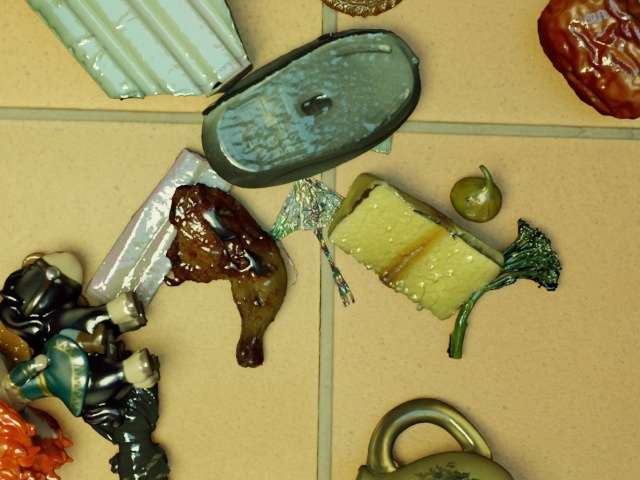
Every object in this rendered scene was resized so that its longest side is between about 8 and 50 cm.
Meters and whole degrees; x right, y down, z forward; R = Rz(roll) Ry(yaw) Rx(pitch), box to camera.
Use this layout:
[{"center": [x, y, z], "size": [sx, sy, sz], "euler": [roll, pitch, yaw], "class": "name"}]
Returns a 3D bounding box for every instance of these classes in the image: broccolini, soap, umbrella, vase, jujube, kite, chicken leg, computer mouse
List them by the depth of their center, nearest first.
[{"center": [-0.302, -0.393, 1.279], "size": [0.261, 0.156, 0.446], "euler": [-41, 97, -3], "class": "soap"}, {"center": [-0.145, 0.054, 1.343], "size": [0.177, 0.083, 0.322], "euler": [-38, 110, 0], "class": "chicken leg"}, {"center": [-0.017, -0.211, 1.348], "size": [0.374, 0.114, 0.203], "euler": [-24, 94, -10], "class": "computer mouse"}, {"center": [-0.304, 0.313, 1.353], "size": [0.110, 0.122, 0.272], "euler": [-13, 92, -50], "class": "umbrella"}, {"center": [0.467, -0.314, 1.371], "size": [0.174, 0.174, 0.250], "euler": [-44, 94, -2], "class": "jujube"}, {"center": [0.168, 0.422, 1.378], "size": [0.302, 0.241, 0.329], "euler": [2, 65, 6], "class": "vase"}, {"center": [0.000, 0.000, 1.416], "size": [0.198, 0.006, 0.244], "euler": [-19, 96, -6], "class": "kite"}, {"center": [0.317, 0.102, 1.439], "size": [0.123, 0.062, 0.271], "euler": [35, 90, 2], "class": "broccolini"}]

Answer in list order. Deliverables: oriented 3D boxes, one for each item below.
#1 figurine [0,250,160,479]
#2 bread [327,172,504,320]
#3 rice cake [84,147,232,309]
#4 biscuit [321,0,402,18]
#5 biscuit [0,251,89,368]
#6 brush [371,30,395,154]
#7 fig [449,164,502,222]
[{"center": [-0.440, 0.201, 1.244], "size": [0.412, 0.241, 0.306], "euler": [-45, 93, -7], "class": "figurine"}, {"center": [0.161, -0.007, 1.388], "size": [0.266, 0.178, 0.142], "euler": [32, 55, -12], "class": "bread"}, {"center": [-0.259, -0.013, 1.362], "size": [0.106, 0.050, 0.298], "euler": [34, 89, -9], "class": "rice cake"}, {"center": [0.038, -0.447, 1.382], "size": [0.126, 0.025, 0.206], "euler": [-42, 97, -2], "class": "biscuit"}, {"center": [-0.508, 0.130, 1.345], "size": [0.250, 0.036, 0.165], "euler": [-34, 107, -3], "class": "biscuit"}, {"center": [0.097, -0.252, 1.410], "size": [0.083, 0.011, 0.205], "euler": [11, 91, -7], "class": "brush"}, {"center": [0.267, -0.074, 1.398], "size": [0.082, 0.098, 0.084], "euler": [-18, 75, -23], "class": "fig"}]
